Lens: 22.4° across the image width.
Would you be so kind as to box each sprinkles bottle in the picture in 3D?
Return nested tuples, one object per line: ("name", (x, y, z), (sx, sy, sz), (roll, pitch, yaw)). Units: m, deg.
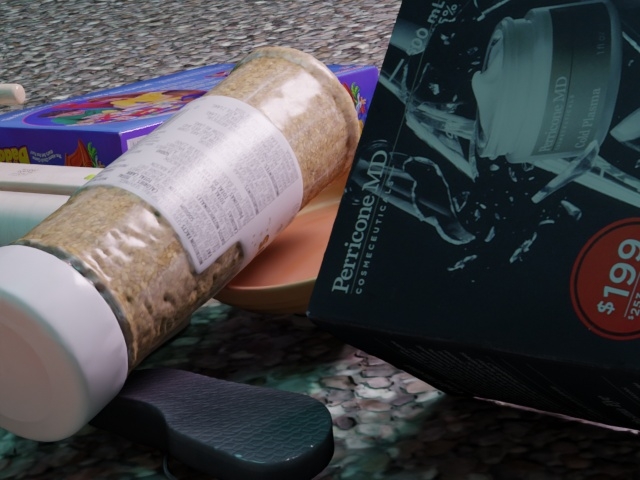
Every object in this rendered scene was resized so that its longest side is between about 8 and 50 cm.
("sprinkles bottle", (-0.106, -0.010, 1.112), (0.121, 0.121, 0.355), (5, 33, 33))

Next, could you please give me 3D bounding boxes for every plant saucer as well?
("plant saucer", (0.000, 0.000, 1.210), (0.200, 0.037, 0.200), (-16, 25, 7))

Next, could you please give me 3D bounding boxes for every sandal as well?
("sandal", (-0.068, 0.125, 1.019), (0.097, 0.054, 0.254), (-10, 9, -27))

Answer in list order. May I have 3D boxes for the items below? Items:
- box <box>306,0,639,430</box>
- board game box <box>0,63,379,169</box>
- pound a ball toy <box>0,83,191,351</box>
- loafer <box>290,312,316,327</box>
("box", (0.203, -0.065, 0.957), (0.312, 0.343, 0.179), (7, -16, 39))
("board game box", (-0.138, -0.105, 1.570), (0.233, 0.078, 0.347), (6, 18, 42))
("pound a ball toy", (-0.275, -0.021, 1.258), (0.319, 0.208, 0.136), (5, 23, 31))
("loafer", (0.019, 0.026, 1.257), (0.045, 0.039, 0.125), (5, 25, 34))
